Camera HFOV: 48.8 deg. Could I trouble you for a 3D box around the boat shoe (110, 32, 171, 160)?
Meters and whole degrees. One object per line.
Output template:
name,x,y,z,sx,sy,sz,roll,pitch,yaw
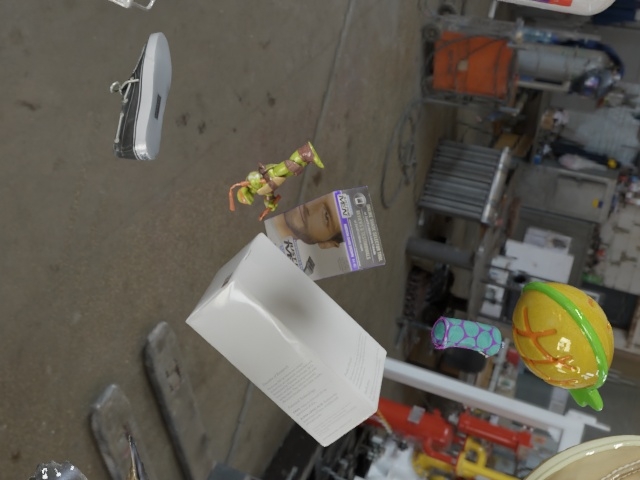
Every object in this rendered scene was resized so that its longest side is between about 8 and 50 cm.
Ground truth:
boat shoe,-0.406,-0.324,1.582,0.113,0.104,0.307,51,41,-76

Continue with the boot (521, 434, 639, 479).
boot,0.157,0.200,0.388,0.213,0.165,0.077,-22,108,-17

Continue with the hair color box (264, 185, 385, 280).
hair color box,0.000,0.000,1.698,0.110,0.338,0.185,-11,86,-35

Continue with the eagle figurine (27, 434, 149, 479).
eagle figurine,-0.296,0.466,1.117,0.225,0.298,0.226,-48,148,-25

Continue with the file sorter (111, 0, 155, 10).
file sorter,-0.389,-0.517,1.145,0.173,0.277,0.193,-92,-155,-78

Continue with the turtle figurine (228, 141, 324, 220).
turtle figurine,-0.102,-0.137,1.569,0.217,0.087,0.269,-30,164,3

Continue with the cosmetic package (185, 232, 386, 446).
cosmetic package,-0.056,0.194,1.415,0.156,0.385,0.217,-43,-171,24

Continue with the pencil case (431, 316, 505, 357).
pencil case,0.312,0.206,1.499,0.064,0.151,0.070,162,-62,-65

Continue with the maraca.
maraca,0.275,0.121,0.801,0.099,0.127,0.186,-31,130,-9

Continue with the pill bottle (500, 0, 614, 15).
pill bottle,0.093,-0.295,0.557,0.181,0.322,0.182,15,90,-77
